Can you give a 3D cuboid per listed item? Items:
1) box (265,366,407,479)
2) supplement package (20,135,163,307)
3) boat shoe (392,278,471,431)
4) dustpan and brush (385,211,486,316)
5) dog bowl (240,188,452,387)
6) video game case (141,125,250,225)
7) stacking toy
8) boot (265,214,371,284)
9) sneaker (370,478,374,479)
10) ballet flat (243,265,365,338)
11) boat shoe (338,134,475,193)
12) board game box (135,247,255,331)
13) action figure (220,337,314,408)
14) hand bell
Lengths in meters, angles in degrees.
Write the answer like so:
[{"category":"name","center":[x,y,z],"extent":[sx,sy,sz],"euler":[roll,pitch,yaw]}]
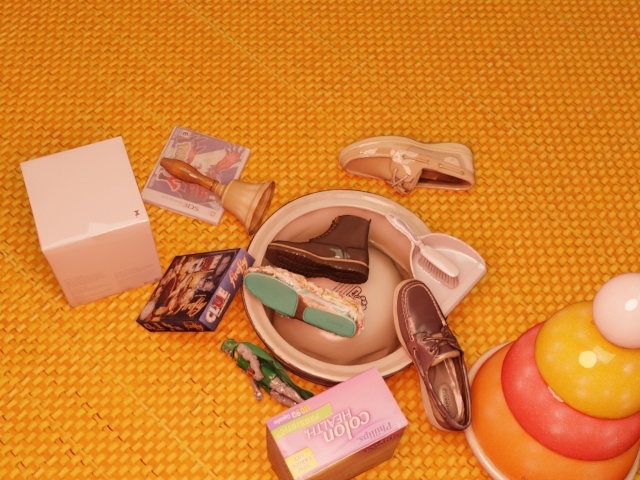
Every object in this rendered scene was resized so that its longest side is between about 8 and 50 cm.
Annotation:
[{"category":"box","center":[0.022,0.354,1.509],"extent":[0.213,0.243,0.117],"euler":[-24,67,-14]},{"category":"supplement package","center":[-0.440,-0.031,1.668],"extent":[0.199,0.263,0.198],"euler":[-17,65,-12]},{"category":"boat shoe","center":[0.210,0.204,1.523],"extent":[0.102,0.092,0.285],"euler":[-14,88,-21]},{"category":"dustpan and brush","center":[0.202,0.024,1.624],"extent":[0.211,0.060,0.147],"euler":[40,67,15]},{"category":"dog bowl","center":[0.046,0.108,1.690],"extent":[0.407,0.150,0.408],"euler":[2,62,-3]},{"category":"video game case","center":[-0.273,-0.145,1.872],"extent":[0.183,0.023,0.201],"euler":[18,63,6]},{"category":"stacking toy","center":[0.467,0.221,1.452],"extent":[0.350,0.480,0.351],"euler":[6,51,-8]},{"category":"boot","center":[0.000,0.000,1.626],"extent":[0.197,0.077,0.137],"euler":[15,58,-10]},{"category":"sneaker","center":[0.180,0.558,1.503],"extent":[0.282,0.102,0.161],"euler":[23,71,16]},{"category":"ballet flat","center":[-0.026,0.107,1.569],"extent":[0.240,0.091,0.077],"euler":[27,34,5]},{"category":"boat shoe","center":[0.190,-0.157,1.860],"extent":[0.302,0.109,0.098],"euler":[2,61,-8]},{"category":"board game box","center":[-0.244,0.098,1.644],"extent":[0.042,0.243,0.165],"euler":[43,60,-28]},{"category":"action figure","center":[-0.104,0.262,1.627],"extent":[0.232,0.137,0.063],"euler":[36,56,25]},{"category":"hand bell","center":[-0.230,-0.116,1.795],"extent":[0.241,0.126,0.126],"euler":[25,64,6]}]
